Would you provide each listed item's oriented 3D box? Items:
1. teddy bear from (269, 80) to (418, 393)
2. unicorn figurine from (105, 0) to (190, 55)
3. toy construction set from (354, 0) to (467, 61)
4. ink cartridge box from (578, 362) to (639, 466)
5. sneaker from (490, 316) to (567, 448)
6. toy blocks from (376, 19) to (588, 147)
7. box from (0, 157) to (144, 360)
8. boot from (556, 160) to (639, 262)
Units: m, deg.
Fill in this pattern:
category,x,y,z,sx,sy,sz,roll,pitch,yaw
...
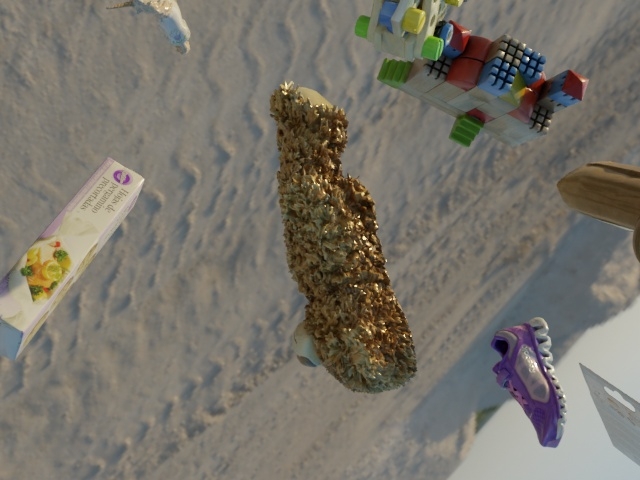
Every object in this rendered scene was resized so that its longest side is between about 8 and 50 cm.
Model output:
category,x,y,z,sx,sy,sz,roll,pitch,yaw
teddy bear,0.000,0.000,0.934,0.113,0.338,0.245,-13,-179,-8
unicorn figurine,-0.203,-0.293,1.119,0.060,0.111,0.162,-32,144,14
toy construction set,0.157,-0.367,1.181,0.328,0.151,0.215,-45,154,-19
ink cartridge box,0.418,0.238,1.156,0.045,0.145,0.179,-34,121,-11
sneaker,0.348,0.242,1.515,0.104,0.237,0.095,-1,144,-7
toy blocks,0.336,-0.311,1.756,0.191,0.381,0.261,-68,-167,-11
box,-0.331,0.014,1.153,0.067,0.063,0.324,-55,-174,41
boot,0.341,-0.026,0.934,0.236,0.269,0.089,4,103,-25
